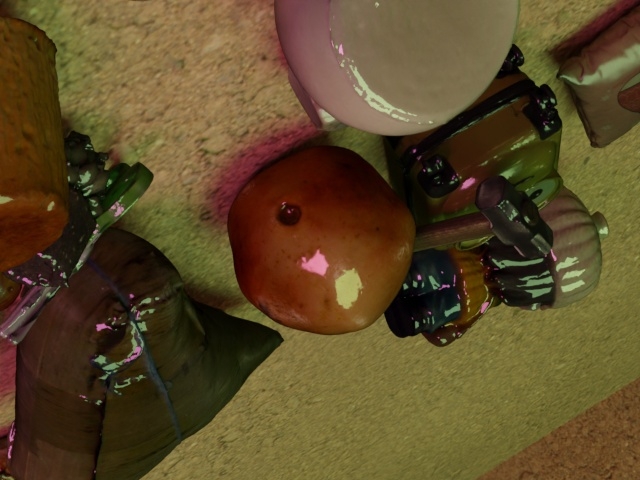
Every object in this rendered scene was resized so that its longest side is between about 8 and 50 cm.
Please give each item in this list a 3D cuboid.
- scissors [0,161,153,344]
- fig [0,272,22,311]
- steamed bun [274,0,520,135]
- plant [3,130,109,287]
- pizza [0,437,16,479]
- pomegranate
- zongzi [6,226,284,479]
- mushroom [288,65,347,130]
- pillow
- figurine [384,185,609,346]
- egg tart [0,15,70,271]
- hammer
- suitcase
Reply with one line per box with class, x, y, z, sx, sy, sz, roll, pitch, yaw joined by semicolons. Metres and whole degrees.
scissors;-0.233;0.010;1.274;0.204;0.027;0.101;-54;-159;-14
fig;-0.315;0.016;1.265;0.082;0.084;0.098;75;30;-57
steamed bun;0.056;-0.212;1.204;0.231;0.145;0.232;-9;107;-31
plant;-0.240;-0.029;1.211;0.092;0.143;0.094;-3;148;23
pizza;-0.441;0.325;1.635;0.305;0.086;0.161;-30;156;-9
pomegranate;-0.001;-0.003;1.477;0.209;0.209;0.209;-28;154;-15
zongzi;-0.159;0.088;1.494;0.393;0.174;0.356;-29;150;-35
mushroom;0.054;-0.176;1.354;0.247;0.096;0.108;-25;-175;-40
pillow;0.410;-0.231;1.718;0.236;0.084;0.223;-40;154;1
figurine;0.248;0.035;1.873;0.332;0.185;0.204;-20;-173;-39
egg tart;-0.289;-0.066;1.036;0.215;0.171;0.215;-18;163;-6
hammer;0.088;0.005;1.581;0.365;0.044;0.111;-13;142;36
suitcase;0.186;-0.095;1.607;0.193;0.143;0.235;-32;156;-7
